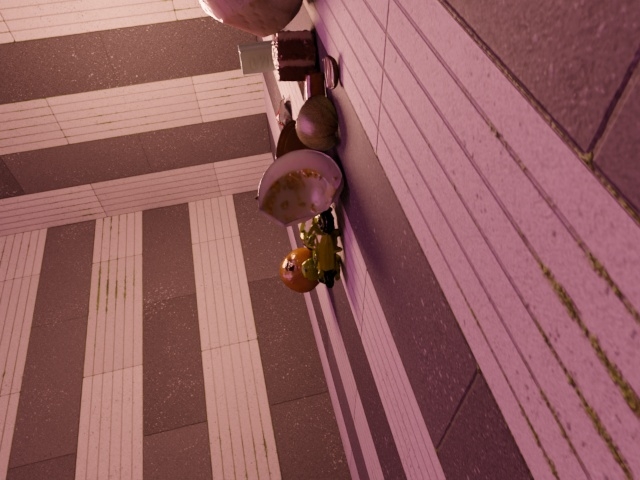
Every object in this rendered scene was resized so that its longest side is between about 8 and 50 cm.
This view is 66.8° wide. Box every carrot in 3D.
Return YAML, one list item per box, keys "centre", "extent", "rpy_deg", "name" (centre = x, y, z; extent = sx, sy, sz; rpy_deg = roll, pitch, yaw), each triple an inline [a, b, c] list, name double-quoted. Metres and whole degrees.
- centre: [-0.009, -0.377, 1.436]
  extent: [0.067, 0.067, 0.225]
  rpy_deg: [-119, 21, -66]
  name: "carrot"

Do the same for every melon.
- centre: [-0.008, -0.322, 1.361]
  extent: [0.128, 0.079, 0.160]
  rpy_deg: [33, 125, 44]
  name: "melon"

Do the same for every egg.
- centre: [-0.048, -0.153, 1.486]
  extent: [0.162, 0.270, 0.207]
  rpy_deg: [52, -157, -59]
  name: "egg"

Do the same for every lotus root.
- centre: [0.031, -0.422, 1.215]
  extent: [0.037, 0.030, 0.083]
  rpy_deg: [30, 144, 37]
  name: "lotus root"

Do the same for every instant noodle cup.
- centre: [-0.053, -0.265, 1.632]
  extent: [0.274, 0.090, 0.274]
  rpy_deg: [6, -90, -68]
  name: "instant noodle cup"

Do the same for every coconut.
- centre: [-0.179, -0.746, 1.345]
  extent: [0.352, 0.352, 0.353]
  rpy_deg: [169, 90, -82]
  name: "coconut"

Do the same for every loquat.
- centre: [-0.084, 0.136, 2.217]
  extent: [0.208, 0.207, 0.208]
  rpy_deg: [169, 90, -82]
  name: "loquat"

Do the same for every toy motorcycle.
- centre: [-0.002, 0.001, 1.663]
  extent: [0.206, 0.142, 0.343]
  rpy_deg: [-108, 12, -51]
  name: "toy motorcycle"

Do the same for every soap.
- centre: [-0.251, -0.795, 2.102]
  extent: [0.119, 0.197, 0.067]
  rpy_deg: [87, 168, -47]
  name: "soap"

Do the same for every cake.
- centre: [-0.077, -0.556, 1.463]
  extent: [0.135, 0.134, 0.147]
  rpy_deg: [-121, 30, -68]
  name: "cake"

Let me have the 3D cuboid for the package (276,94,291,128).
- centre: [-0.179, -0.600, 2.369]
  extent: [0.269, 0.071, 0.194]
  rpy_deg: [-133, 47, -82]
  name: "package"

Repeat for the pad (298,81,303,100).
- centre: [-0.077, -0.637, 1.794]
  extent: [0.211, 0.003, 0.143]
  rpy_deg: [95, 162, -66]
  name: "pad"

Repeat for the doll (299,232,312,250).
- centre: [-0.035, 0.004, 2.106]
  extent: [0.249, 0.088, 0.127]
  rpy_deg: [-128, 28, -66]
  name: "doll"
